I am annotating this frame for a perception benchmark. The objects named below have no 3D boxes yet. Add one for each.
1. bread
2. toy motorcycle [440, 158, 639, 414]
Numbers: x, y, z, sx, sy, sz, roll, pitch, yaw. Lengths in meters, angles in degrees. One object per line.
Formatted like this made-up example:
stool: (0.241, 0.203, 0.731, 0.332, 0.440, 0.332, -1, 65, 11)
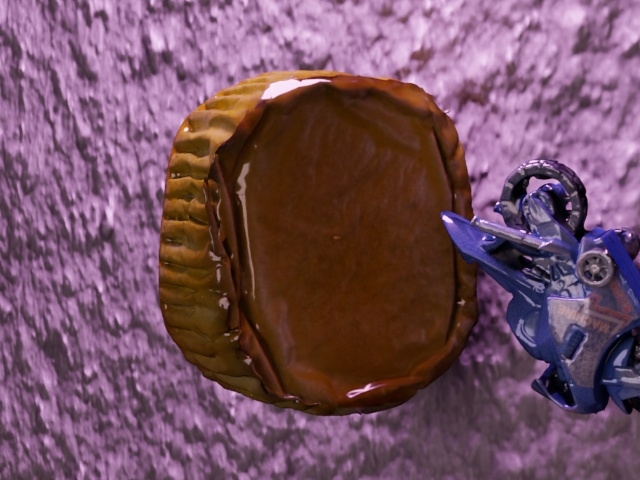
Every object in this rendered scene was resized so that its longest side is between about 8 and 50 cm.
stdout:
bread: (0.000, 0.000, 1.166, 0.142, 0.227, 0.253, 18, 111, 62)
toy motorcycle: (0.173, 0.045, 1.096, 0.114, 0.076, 0.205, -34, 87, 28)
